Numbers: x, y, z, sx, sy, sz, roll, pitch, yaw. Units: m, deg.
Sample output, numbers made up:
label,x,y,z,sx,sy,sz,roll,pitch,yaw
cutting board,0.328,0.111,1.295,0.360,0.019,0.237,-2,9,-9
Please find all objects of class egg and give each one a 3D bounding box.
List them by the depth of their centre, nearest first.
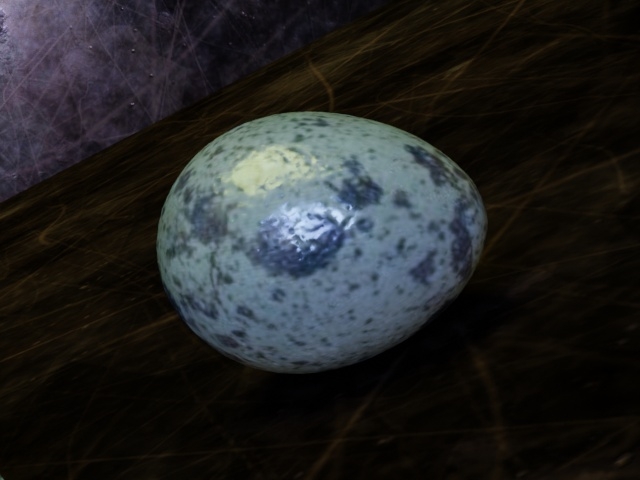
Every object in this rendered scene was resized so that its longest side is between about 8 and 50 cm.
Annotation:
label,x,y,z,sx,sy,sz,roll,pitch,yaw
egg,0.000,0.000,0.653,0.172,0.132,0.132,-7,20,22

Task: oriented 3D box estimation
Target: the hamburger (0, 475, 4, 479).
label,x,y,z,sx,sy,sz,roll,pitch,yaw
hamburger,-0.275,0.106,0.589,0.260,0.150,0.276,-21,30,-30
